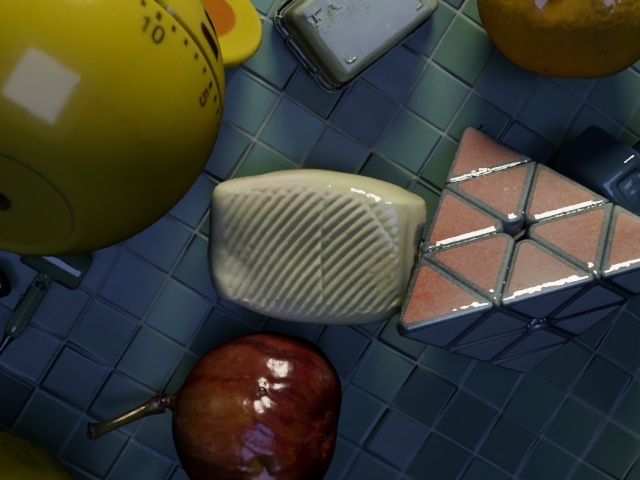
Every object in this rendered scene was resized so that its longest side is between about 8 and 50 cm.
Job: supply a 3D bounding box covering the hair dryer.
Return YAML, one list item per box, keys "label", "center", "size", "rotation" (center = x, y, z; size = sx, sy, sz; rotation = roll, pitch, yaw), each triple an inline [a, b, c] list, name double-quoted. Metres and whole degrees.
- label: "hair dryer"
  center: [-0.319, 0.065, 1.192]
  size: [0.071, 0.047, 0.150]
  rotation: [32, 73, -12]

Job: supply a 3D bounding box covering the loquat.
- label: "loquat"
  center: [0.277, -0.273, 1.163]
  size: [0.208, 0.208, 0.208]
  rotation: [-1, 99, -8]

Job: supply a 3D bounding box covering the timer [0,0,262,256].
- label: "timer"
  center: [-0.256, -0.187, 1.060]
  size: [0.376, 0.376, 0.386]
  rotation: [19, 52, -10]

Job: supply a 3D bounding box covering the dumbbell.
- label: "dumbbell"
  center: [0.427, -0.130, 1.238]
  size: [0.325, 0.160, 0.144]
  rotation: [-40, 133, -1]

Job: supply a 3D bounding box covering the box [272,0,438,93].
- label: "box"
  center: [0.045, -0.253, 1.189]
  size: [0.172, 0.093, 0.124]
  rotation: [-40, 102, 0]

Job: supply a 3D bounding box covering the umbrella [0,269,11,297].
- label: "umbrella"
  center: [-0.466, 0.089, 1.190]
  size: [0.251, 0.052, 0.053]
  rotation: [-19, 145, -6]

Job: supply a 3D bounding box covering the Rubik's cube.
- label: "Rubik's cube"
  center: [0.220, 0.029, 1.188]
  size: [0.228, 0.229, 0.233]
  rotation: [30, 97, -8]

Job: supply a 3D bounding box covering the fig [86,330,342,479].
- label: "fig"
  center: [-0.101, 0.196, 1.216]
  size: [0.250, 0.186, 0.203]
  rotation: [9, 75, 32]

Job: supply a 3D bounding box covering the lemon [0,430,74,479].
- label: "lemon"
  center: [-0.358, 0.343, 1.149]
  size: [0.253, 0.253, 0.310]
  rotation: [-32, 104, -2]

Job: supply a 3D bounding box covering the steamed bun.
- label: "steamed bun"
  center: [0.000, 0.000, 1.198]
  size: [0.239, 0.152, 0.169]
  rotation: [6, 103, 16]
